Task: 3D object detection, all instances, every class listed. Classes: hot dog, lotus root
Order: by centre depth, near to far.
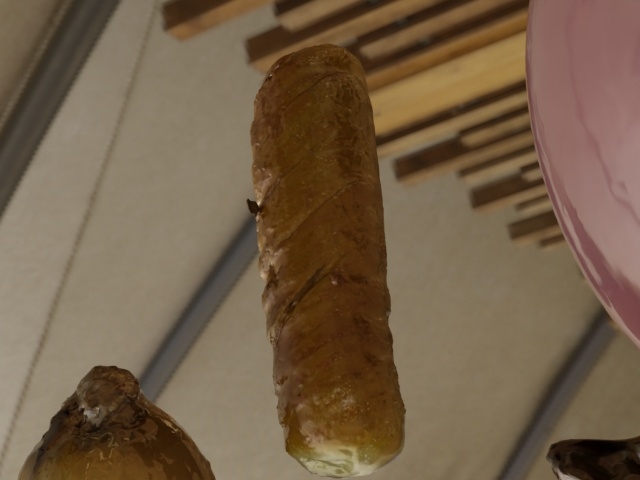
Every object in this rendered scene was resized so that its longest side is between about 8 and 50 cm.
[{"bbox_3d":[-0.112,0.223,0.795,0.146,0.130,0.303,-39,-45,-84],"label":"lotus root"},{"bbox_3d":[0.003,0.001,0.834,0.061,0.087,0.286,53,-159,-54],"label":"hot dog"}]

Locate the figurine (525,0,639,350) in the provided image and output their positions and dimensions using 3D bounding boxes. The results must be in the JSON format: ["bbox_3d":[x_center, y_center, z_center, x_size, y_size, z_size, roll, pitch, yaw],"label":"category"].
[{"bbox_3d":[0.164,-0.029,0.346,0.211,0.269,0.261,-32,-67,-36],"label":"figurine"}]

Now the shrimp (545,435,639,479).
[{"bbox_3d":[0.139,0.107,0.344,0.148,0.195,0.035,95,-165,-56],"label":"shrimp"}]
